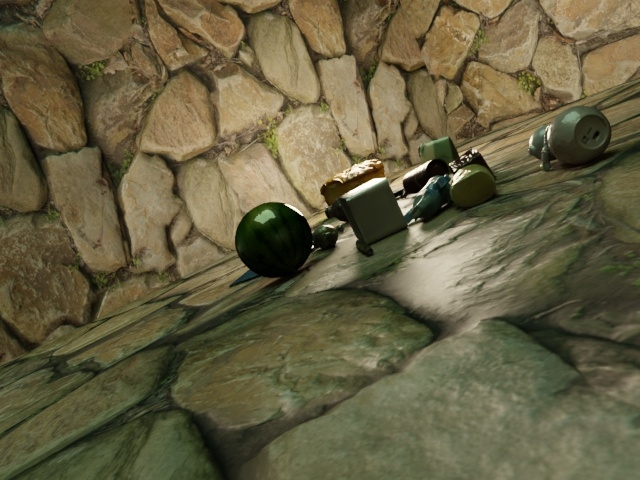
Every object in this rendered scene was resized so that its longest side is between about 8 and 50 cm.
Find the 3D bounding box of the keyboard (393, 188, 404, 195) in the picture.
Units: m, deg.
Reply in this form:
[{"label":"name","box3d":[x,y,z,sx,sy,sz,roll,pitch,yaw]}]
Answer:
[{"label":"keyboard","box3d":[0.346,-0.210,2.410,0.230,0.025,0.093,-24,-5,4]}]

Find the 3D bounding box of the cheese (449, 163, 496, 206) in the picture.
[{"label":"cheese","box3d":[0.417,-0.154,1.471,0.123,0.094,0.167,-20,8,19]}]

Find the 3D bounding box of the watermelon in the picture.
[{"label":"watermelon","box3d":[-0.144,-0.001,1.659,0.242,0.243,0.242,-24,7,3]}]

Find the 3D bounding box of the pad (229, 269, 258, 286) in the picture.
[{"label":"pad","box3d":[-0.186,0.083,2.015,0.269,0.012,0.269,-21,12,31]}]

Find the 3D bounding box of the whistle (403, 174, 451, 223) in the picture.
[{"label":"whistle","box3d":[0.328,-0.126,1.587,0.180,0.093,0.269,-50,-10,36]}]

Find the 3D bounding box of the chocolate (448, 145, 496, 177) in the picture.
[{"label":"chocolate","box3d":[0.514,-0.243,1.837,0.111,0.112,0.321,-32,6,15]}]

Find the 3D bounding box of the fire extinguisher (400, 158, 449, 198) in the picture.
[{"label":"fire extinguisher","box3d":[0.399,-0.232,2.130,0.141,0.105,0.341,-55,5,-10]}]

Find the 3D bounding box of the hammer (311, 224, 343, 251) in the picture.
[{"label":"hammer","box3d":[0.000,0.000,2.040,0.103,0.029,0.246,-20,9,30]}]

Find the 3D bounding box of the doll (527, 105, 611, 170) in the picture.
[{"label":"doll","box3d":[0.634,-0.264,1.394,0.150,0.151,0.287,-24,3,1]}]

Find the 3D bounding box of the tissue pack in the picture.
[{"label":"tissue pack","box3d":[0.155,-0.090,1.645,0.135,0.160,0.246,-26,8,-2]}]

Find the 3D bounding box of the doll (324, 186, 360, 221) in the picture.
[{"label":"doll","box3d":[0.148,-0.155,2.334,0.257,0.117,0.182,-24,-8,38]}]

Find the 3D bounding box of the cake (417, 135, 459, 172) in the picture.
[{"label":"cake","box3d":[0.595,-0.350,2.571,0.157,0.172,0.283,-14,-23,24]}]

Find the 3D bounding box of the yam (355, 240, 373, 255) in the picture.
[{"label":"yam","box3d":[0.117,0.020,1.488,0.027,0.029,0.234,2,4,-4]}]

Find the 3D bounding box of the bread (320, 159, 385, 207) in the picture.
[{"label":"bread","box3d":[0.181,-0.286,2.841,0.397,0.215,0.398,-23,8,3]}]

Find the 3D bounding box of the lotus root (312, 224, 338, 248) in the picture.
[{"label":"lotus root","box3d":[0.013,-0.011,1.866,0.088,0.088,0.165,-26,-3,-17]}]
